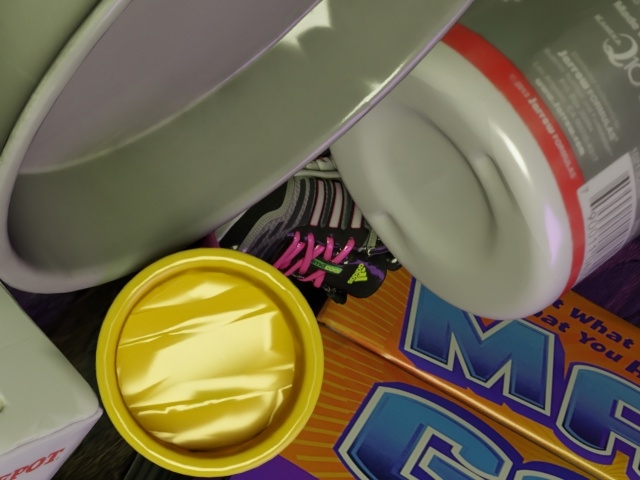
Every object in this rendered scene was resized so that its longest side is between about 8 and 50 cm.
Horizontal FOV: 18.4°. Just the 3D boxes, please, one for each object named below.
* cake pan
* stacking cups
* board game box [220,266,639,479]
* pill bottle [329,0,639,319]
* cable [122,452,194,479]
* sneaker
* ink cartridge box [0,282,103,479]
[{"bbox_3d":[-0.023,-0.097,0.753,0.293,0.054,0.293,-39,166,-12],"label":"cake pan"},{"bbox_3d":[-0.059,0.055,0.961,0.096,0.096,0.316,-41,-178,-5],"label":"stacking cups"},{"bbox_3d":[0.078,0.261,1.170,0.356,0.356,0.356,-61,179,31],"label":"board game box"},{"bbox_3d":[0.154,-0.098,1.001,0.283,0.161,0.161,-35,164,-26],"label":"pill bottle"},{"bbox_3d":[-0.140,0.182,1.324,0.139,0.072,0.287,-7,134,-38],"label":"cable"},{"bbox_3d":[0.000,0.000,1.057,0.063,0.075,0.170,-51,163,31],"label":"sneaker"},{"bbox_3d":[-0.209,0.121,0.834,0.208,0.087,0.153,-49,164,31],"label":"ink cartridge box"}]
